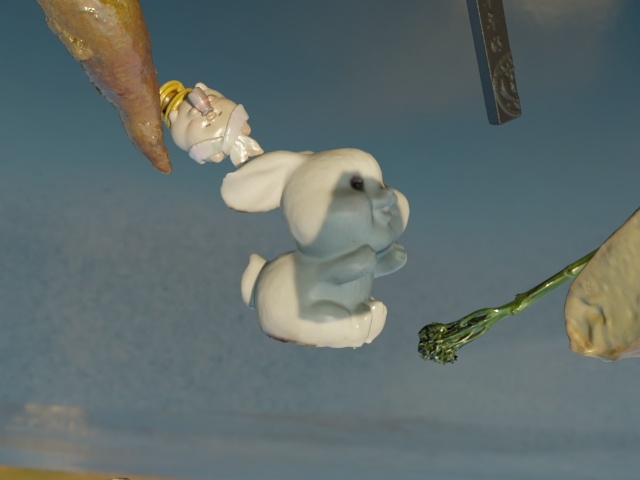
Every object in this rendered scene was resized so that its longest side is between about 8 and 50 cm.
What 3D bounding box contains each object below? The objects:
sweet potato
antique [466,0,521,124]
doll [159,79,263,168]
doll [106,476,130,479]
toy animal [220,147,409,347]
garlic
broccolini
[{"bbox_3d":[-0.144,-0.137,0.987,0.068,0.068,0.226,-4,129,36],"label":"sweet potato"},{"bbox_3d":[0.139,-0.192,1.187,0.031,0.192,0.015,-24,-160,-33],"label":"antique"},{"bbox_3d":[-0.114,-0.122,1.439,0.127,0.073,0.084,32,153,26],"label":"doll"},{"bbox_3d":[-0.159,0.297,1.281,0.241,0.099,0.135,39,165,44],"label":"doll"},{"bbox_3d":[-0.007,0.005,1.400,0.178,0.193,0.127,2,-173,32],"label":"toy animal"},{"bbox_3d":[0.221,-0.007,0.779,0.101,0.087,0.195,-10,148,-39],"label":"garlic"},{"bbox_3d":[0.185,0.052,1.291,0.218,0.044,0.042,-29,132,11],"label":"broccolini"}]
